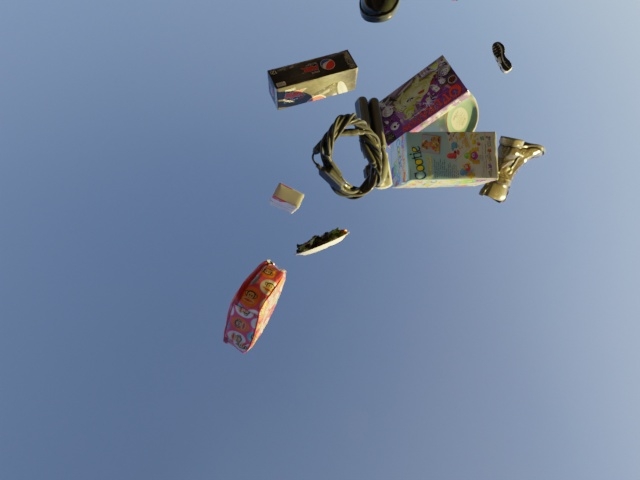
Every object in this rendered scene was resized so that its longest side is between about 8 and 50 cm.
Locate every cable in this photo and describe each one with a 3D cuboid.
[{"bbox_3d":[0.065,-0.168,0.838,0.185,0.047,0.150,35,-102,-40],"label":"cable"}]

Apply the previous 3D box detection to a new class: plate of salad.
[{"bbox_3d":[0.000,0.000,1.367,0.200,0.200,0.048,-25,-84,-28],"label":"plate of salad"}]

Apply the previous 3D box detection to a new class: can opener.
[{"bbox_3d":[0.150,-0.270,1.113,0.074,0.093,0.279,0,-110,-21],"label":"can opener"}]

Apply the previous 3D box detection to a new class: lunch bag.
[{"bbox_3d":[-0.214,0.217,1.417,0.120,0.292,0.258,27,-144,6],"label":"lunch bag"}]

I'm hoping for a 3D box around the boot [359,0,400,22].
[{"bbox_3d":[0.129,-0.638,0.890,0.094,0.207,0.246,8,-113,18],"label":"boot"}]

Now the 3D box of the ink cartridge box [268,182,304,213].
[{"bbox_3d":[-0.138,-0.166,1.638,0.109,0.150,0.063,25,-100,-11],"label":"ink cartridge box"}]

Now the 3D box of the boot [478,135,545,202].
[{"bbox_3d":[0.677,-0.246,1.470,0.263,0.228,0.091,2,-159,-33],"label":"boot"}]

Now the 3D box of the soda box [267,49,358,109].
[{"bbox_3d":[-0.015,-0.312,0.800,0.169,0.060,0.053,-19,-114,-11],"label":"soda box"}]

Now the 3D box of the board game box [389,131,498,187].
[{"bbox_3d":[0.365,-0.239,1.235,0.276,0.142,0.144,-2,-91,-9],"label":"board game box"}]

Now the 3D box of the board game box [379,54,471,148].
[{"bbox_3d":[0.373,-0.533,1.597,0.056,0.347,0.208,18,-136,-58],"label":"board game box"}]

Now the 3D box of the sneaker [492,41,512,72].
[{"bbox_3d":[0.595,-0.603,1.359,0.040,0.044,0.108,-21,-91,12],"label":"sneaker"}]

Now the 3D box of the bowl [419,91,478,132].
[{"bbox_3d":[0.540,-0.517,1.726,0.312,0.310,0.163,-9,-161,-27],"label":"bowl"}]
